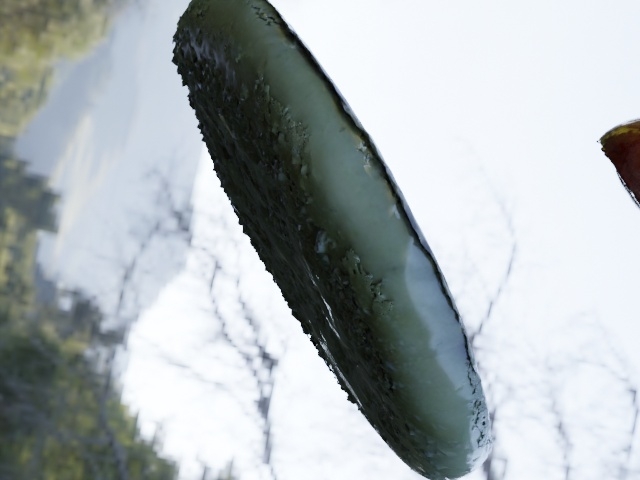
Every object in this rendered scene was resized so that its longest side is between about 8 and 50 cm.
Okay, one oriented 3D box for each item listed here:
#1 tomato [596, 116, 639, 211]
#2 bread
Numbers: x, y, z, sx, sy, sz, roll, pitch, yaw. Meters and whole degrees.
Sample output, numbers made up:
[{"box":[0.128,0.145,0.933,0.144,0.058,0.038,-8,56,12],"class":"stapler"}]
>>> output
[{"box":[0.248,-0.018,1.007,0.091,0.159,0.139,-31,-172,11],"class":"tomato"},{"box":[0.000,0.000,0.762,0.267,0.040,0.267,59,-9,16],"class":"bread"}]
